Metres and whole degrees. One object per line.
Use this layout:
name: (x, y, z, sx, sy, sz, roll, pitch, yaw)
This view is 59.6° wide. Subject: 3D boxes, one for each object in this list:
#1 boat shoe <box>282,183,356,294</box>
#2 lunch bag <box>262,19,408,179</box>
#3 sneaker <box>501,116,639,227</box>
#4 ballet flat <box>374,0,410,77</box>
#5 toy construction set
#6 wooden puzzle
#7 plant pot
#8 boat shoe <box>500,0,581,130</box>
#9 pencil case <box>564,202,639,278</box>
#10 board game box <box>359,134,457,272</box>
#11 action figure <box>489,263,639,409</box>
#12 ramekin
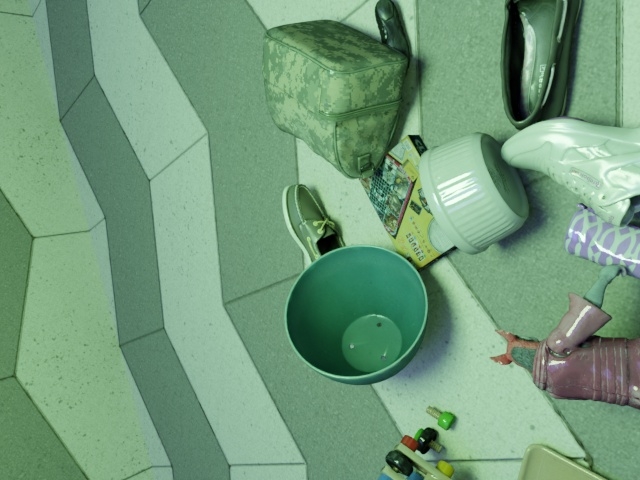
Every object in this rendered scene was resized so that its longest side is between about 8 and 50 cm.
boat shoe: (0.003, -0.001, 1.327, 0.091, 0.109, 0.305, -24, 87, 44)
lunch bag: (0.017, -0.296, 1.176, 0.305, 0.212, 0.256, 43, 140, 40)
sneaker: (0.417, -0.106, 0.861, 0.305, 0.114, 0.152, 13, 84, 41)
ballet flat: (0.152, -0.414, 1.155, 0.057, 0.049, 0.173, -10, 96, 18)
toy construction set: (0.217, 0.547, 1.100, 0.237, 0.308, 0.258, 27, 124, 33)
wooden puzzle: (0.471, 0.510, 1.010, 0.238, 0.044, 0.221, 19, 110, 36)
plant pot: (0.092, 0.182, 1.185, 0.290, 0.290, 0.195, 38, 166, 34)
boat shoe: (0.355, -0.347, 0.919, 0.112, 0.095, 0.336, 6, 102, 44)
pencil case: (0.488, 0.012, 0.863, 0.206, 0.086, 0.088, 23, 118, 40)
board game box: (0.196, -0.073, 1.166, 0.165, 0.042, 0.243, -39, 70, 41)
action figure: (0.432, 0.203, 0.813, 0.369, 0.276, 0.248, 0, 126, 27)
ramekin: (0.275, -0.089, 0.978, 0.109, 0.207, 0.207, -27, 79, 35)
